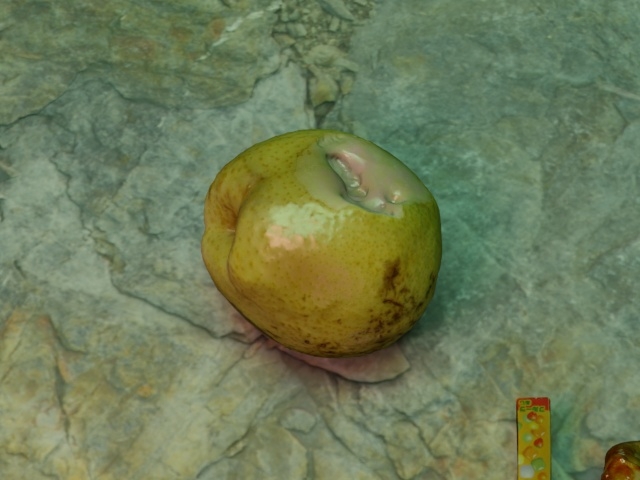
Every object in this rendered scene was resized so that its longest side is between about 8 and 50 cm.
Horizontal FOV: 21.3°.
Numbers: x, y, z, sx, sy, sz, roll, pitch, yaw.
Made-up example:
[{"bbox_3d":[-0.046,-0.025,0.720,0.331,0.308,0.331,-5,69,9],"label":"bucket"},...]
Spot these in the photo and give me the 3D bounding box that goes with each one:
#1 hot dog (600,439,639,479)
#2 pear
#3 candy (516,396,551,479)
[{"bbox_3d":[0.344,0.304,1.728,0.150,0.153,0.256,5,57,8],"label":"hot dog"},{"bbox_3d":[0.000,0.000,1.890,0.271,0.271,0.271,-2,57,3],"label":"pear"},{"bbox_3d":[0.230,0.235,1.838,0.038,0.062,0.122,0,57,7],"label":"candy"}]
